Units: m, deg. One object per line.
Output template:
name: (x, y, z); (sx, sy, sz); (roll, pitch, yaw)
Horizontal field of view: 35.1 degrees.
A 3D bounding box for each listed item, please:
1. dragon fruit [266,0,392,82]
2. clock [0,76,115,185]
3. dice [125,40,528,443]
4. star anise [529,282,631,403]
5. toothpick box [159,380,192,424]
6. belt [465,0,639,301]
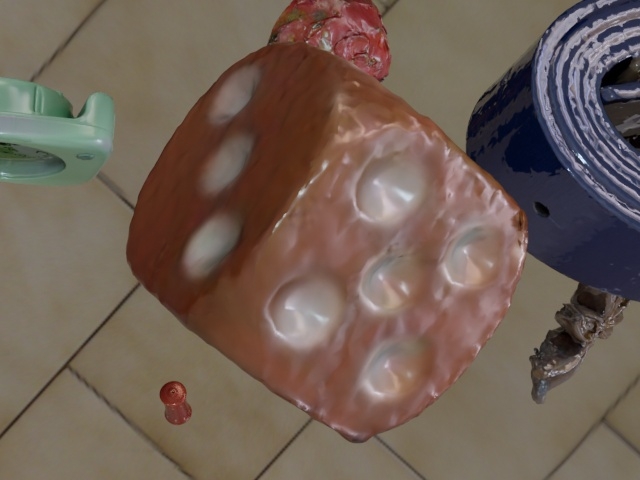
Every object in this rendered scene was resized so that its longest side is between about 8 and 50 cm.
dragon fruit: (0.033, -0.375, 1.831); (0.262, 0.163, 0.189); (-11, 104, -38)
clock: (-0.307, -0.105, 0.957); (0.211, 0.159, 0.066); (7, 76, -24)
dice: (0.000, 0.000, 0.613); (0.175, 0.174, 0.179); (34, 92, -36)
star anise: (0.323, 0.092, 1.238); (0.063, 0.172, 0.208); (38, 68, 25)
toothpick box: (-0.241, 0.269, 1.681); (0.047, 0.083, 0.047); (0, 56, 0)
belt: (0.283, -0.064, 0.704); (0.347, 0.117, 0.212); (2, 72, -16)
